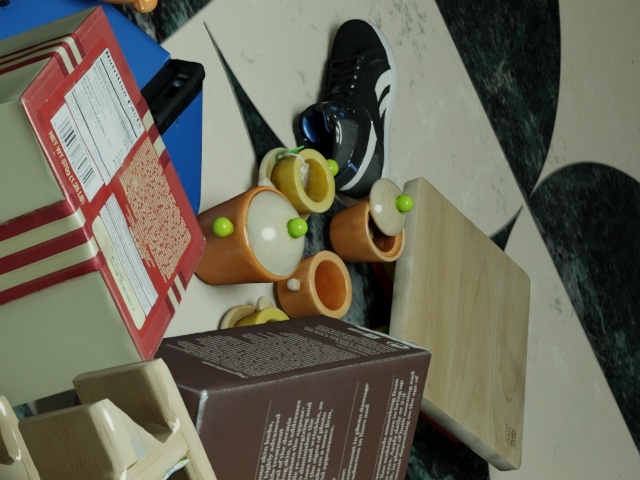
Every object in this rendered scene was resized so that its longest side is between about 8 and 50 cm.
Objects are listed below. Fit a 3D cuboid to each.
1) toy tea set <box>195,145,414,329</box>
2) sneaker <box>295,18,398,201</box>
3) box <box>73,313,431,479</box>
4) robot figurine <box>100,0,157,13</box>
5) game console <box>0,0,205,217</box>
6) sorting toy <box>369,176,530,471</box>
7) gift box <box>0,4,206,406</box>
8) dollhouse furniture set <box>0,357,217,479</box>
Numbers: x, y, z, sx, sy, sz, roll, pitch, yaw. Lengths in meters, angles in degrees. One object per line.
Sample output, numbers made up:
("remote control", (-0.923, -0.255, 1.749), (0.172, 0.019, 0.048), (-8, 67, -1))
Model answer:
("toy tea set", (0.000, 0.000, 1.860), (0.336, 0.124, 0.200), (-45, 115, -50))
("sneaker", (0.026, -0.160, 2.022), (0.121, 0.079, 0.217), (20, 62, -54))
("box", (-0.062, 0.187, 1.639), (0.381, 0.143, 0.191), (-4, 109, -59))
("robot figurine", (-0.188, -0.303, 1.670), (0.128, 0.158, 0.219), (15, 34, -21))
("game console", (-0.234, -0.074, 1.629), (0.293, 0.173, 0.250), (-55, 155, -52))
("sorting toy", (0.135, 0.104, 2.077), (0.255, 0.089, 0.257), (40, 47, -43))
("gift box", (-0.266, -0.011, 1.338), (0.276, 0.258, 0.255), (-61, 131, -67))
("dollhouse furniture set", (-0.282, 0.285, 1.073), (0.362, 0.394, 0.256), (-38, 110, -56))
